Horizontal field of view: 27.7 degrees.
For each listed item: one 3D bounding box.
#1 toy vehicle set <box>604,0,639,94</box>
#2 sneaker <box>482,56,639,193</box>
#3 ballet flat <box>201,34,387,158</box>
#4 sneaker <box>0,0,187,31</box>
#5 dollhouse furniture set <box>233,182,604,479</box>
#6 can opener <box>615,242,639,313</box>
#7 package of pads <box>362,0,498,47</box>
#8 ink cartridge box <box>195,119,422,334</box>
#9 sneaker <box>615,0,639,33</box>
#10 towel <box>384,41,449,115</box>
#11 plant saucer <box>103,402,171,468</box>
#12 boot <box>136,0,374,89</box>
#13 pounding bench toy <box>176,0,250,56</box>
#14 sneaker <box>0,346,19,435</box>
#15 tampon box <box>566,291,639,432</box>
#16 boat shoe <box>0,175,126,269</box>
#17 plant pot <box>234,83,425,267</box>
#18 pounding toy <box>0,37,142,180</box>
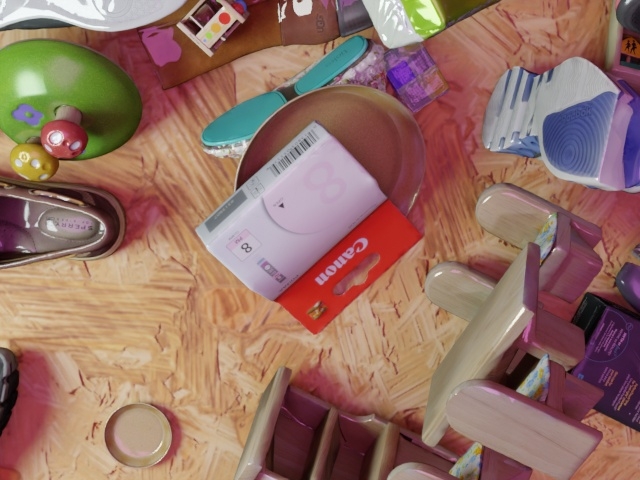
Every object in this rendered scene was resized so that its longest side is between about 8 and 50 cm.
[{"bbox_3d":[0.465,-0.224,1.497,0.267,0.035,0.166,13,64,-3],"label":"toy vehicle set"},{"bbox_3d":[0.318,-0.121,1.428,0.182,0.315,0.127,13,97,-15],"label":"sneaker"},{"bbox_3d":[-0.022,-0.149,1.519,0.241,0.091,0.077,-30,129,7],"label":"ballet flat"},{"bbox_3d":[-0.266,-0.288,1.445,0.295,0.147,0.105,-3,105,15],"label":"sneaker"},{"bbox_3d":[0.104,0.159,1.431,0.256,0.362,0.394,26,126,-6],"label":"dollhouse furniture set"},{"bbox_3d":[0.475,0.106,1.559,0.283,0.076,0.095,38,84,-7],"label":"can opener"},{"bbox_3d":[0.100,-0.378,1.423,0.101,0.229,0.296,-20,99,43],"label":"package of pads"},{"bbox_3d":[0.000,0.000,1.494,0.189,0.066,0.232,-42,122,4],"label":"ink cartridge box"},{"bbox_3d":[0.431,-0.347,1.472,0.314,0.116,0.136,-36,62,-14],"label":"sneaker"},{"bbox_3d":[0.111,-0.198,1.547,0.060,0.009,0.083,-31,97,3],"label":"towel"},{"bbox_3d":[-0.223,0.238,1.591,0.083,0.015,0.083,0,98,-1],"label":"plant saucer"},{"bbox_3d":[-0.096,-0.335,1.500,0.280,0.096,0.264,-14,108,7],"label":"boot"},{"bbox_3d":[-0.128,-0.261,1.449,0.083,0.052,0.065,42,105,-10],"label":"pounding bench toy"},{"bbox_3d":[-0.440,0.246,1.545,0.106,0.101,0.267,22,96,-2],"label":"sneaker"},{"bbox_3d":[0.373,0.154,1.552,0.161,0.101,0.120,27,96,-5],"label":"tampon box"},{"bbox_3d":[-0.401,-0.020,1.499,0.342,0.123,0.123,5,97,-2],"label":"boat shoe"},{"bbox_3d":[0.008,-0.077,1.505,0.236,0.032,0.236,-11,122,-18],"label":"plant pot"},{"bbox_3d":[-0.324,-0.128,1.446,0.237,0.183,0.110,7,55,-2],"label":"pounding toy"}]
